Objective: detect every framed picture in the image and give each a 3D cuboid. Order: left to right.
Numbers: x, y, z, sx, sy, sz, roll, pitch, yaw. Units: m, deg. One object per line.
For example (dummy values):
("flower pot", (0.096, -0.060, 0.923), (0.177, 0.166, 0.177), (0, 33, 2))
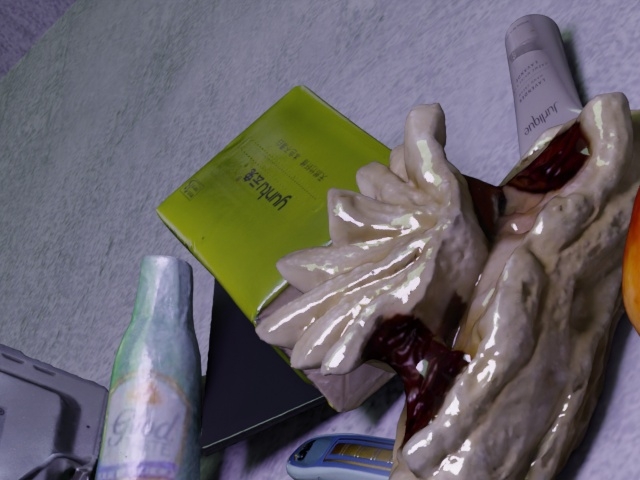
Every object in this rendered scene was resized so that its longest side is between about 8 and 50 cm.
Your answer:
("framed picture", (-0.006, 0.050, 1.732), (0.255, 0.014, 0.339), (-26, 34, 19))

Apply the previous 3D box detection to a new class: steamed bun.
("steamed bun", (0.106, 0.038, 1.379), (0.247, 0.189, 0.428), (1, 55, 51))

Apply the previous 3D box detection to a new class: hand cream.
("hand cream", (0.213, -0.152, 1.648), (0.087, 0.054, 0.186), (-42, 33, 32))

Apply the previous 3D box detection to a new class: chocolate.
("chocolate", (-0.165, 0.161, 1.694), (0.110, 0.110, 0.291), (-14, 68, 54))

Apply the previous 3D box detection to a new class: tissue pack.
("tissue pack", (0.000, 0.000, 1.614), (0.200, 0.167, 0.274), (-42, 31, -3))

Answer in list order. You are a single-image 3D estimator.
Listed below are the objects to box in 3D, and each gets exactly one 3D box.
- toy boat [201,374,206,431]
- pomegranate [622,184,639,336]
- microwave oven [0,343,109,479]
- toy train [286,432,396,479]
("toy boat", (-0.091, 0.165, 1.748), (0.210, 0.066, 0.084), (-11, 45, 40))
("pomegranate", (0.297, 0.013, 1.117), (0.209, 0.209, 0.209), (-40, 28, 26))
("microwave oven", (-0.398, 0.345, 1.730), (0.374, 0.236, 0.432), (-56, 19, 38))
("toy train", (0.024, 0.198, 1.514), (0.252, 0.048, 0.055), (-4, 51, 59))
